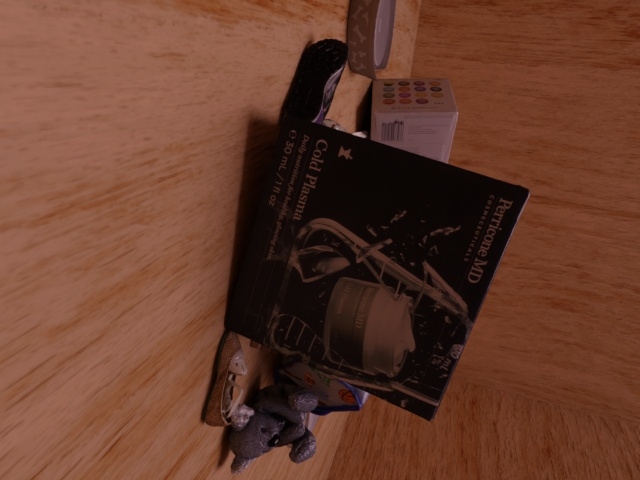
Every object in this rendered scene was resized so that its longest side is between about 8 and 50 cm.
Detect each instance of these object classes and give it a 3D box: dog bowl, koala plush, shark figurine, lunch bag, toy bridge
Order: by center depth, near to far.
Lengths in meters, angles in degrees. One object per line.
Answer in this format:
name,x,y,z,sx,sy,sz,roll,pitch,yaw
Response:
koala plush,-0.148,0.485,1.102,0.221,0.204,0.196,-10,103,-52
toy bridge,-0.145,0.273,1.172,0.188,0.026,0.063,64,37,-67
lunch bag,0.056,0.345,1.309,0.328,0.238,0.385,-39,-177,-37
shark figurine,0.058,-0.264,1.413,0.166,0.116,0.278,-18,115,-35
dog bowl,0.180,-0.741,1.489,0.349,0.102,0.348,11,90,-75

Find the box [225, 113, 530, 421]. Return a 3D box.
box,0.110,0.035,0.947,0.297,0.472,0.479,-27,136,-72

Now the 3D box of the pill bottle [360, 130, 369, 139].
pill bottle,0.189,-0.436,1.867,0.083,0.044,0.043,82,24,-50

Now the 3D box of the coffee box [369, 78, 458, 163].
coffee box,0.388,-0.489,1.893,0.334,0.338,0.338,-81,171,-46

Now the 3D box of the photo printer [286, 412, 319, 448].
photo printer,-0.045,0.584,1.619,0.307,0.107,0.255,-39,138,-69

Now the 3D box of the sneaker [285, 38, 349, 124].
sneaker,-0.012,-0.377,1.082,0.124,0.107,0.283,89,24,-69

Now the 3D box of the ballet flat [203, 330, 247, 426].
ballet flat,-0.193,0.299,0.926,0.073,0.067,0.206,26,75,-74
